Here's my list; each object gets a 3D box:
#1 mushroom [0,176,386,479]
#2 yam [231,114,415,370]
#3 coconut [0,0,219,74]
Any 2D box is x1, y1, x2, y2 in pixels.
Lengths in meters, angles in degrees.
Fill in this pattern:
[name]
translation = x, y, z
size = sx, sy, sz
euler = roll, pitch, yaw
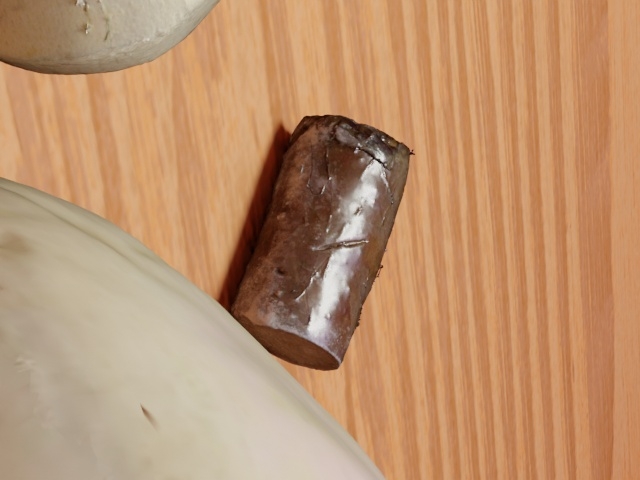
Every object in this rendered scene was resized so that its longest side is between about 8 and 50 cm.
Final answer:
[mushroom]
translation = -0.108, 0.118, 0.604
size = 0.356, 0.315, 0.315
euler = -14, 112, -48
[yam]
translation = 0.000, -0.001, 1.066
size = 0.079, 0.079, 0.141
euler = 54, 50, -58
[coconut]
translation = -0.099, -0.155, 0.688
size = 0.162, 0.161, 0.161
euler = 87, 25, -46
